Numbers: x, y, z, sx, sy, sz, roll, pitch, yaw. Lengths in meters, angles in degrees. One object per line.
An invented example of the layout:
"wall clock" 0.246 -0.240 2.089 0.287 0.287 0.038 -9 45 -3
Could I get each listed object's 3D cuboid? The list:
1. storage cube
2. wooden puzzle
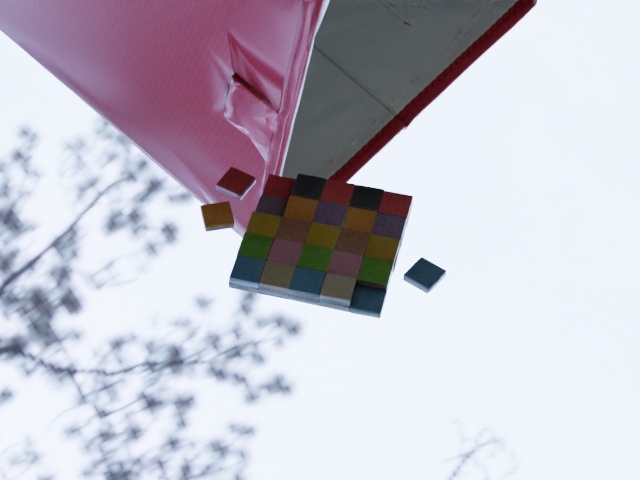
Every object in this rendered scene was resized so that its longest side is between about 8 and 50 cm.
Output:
"storage cube" -0.024 -0.148 0.752 0.193 0.215 0.184 40 -116 12
"wooden puzzle" 0.000 0.000 0.632 0.083 0.006 0.049 11 -131 9
